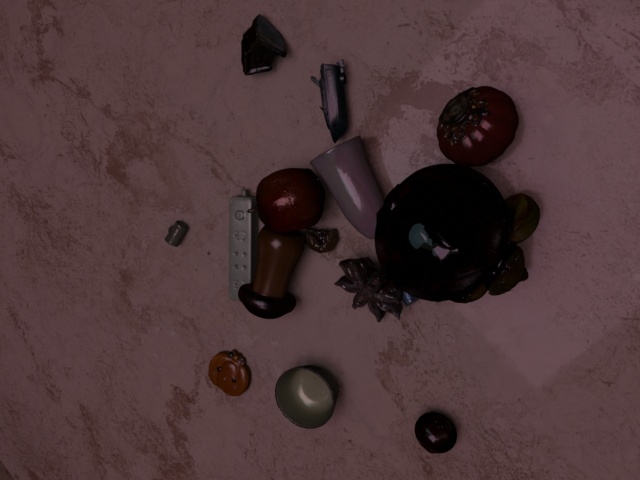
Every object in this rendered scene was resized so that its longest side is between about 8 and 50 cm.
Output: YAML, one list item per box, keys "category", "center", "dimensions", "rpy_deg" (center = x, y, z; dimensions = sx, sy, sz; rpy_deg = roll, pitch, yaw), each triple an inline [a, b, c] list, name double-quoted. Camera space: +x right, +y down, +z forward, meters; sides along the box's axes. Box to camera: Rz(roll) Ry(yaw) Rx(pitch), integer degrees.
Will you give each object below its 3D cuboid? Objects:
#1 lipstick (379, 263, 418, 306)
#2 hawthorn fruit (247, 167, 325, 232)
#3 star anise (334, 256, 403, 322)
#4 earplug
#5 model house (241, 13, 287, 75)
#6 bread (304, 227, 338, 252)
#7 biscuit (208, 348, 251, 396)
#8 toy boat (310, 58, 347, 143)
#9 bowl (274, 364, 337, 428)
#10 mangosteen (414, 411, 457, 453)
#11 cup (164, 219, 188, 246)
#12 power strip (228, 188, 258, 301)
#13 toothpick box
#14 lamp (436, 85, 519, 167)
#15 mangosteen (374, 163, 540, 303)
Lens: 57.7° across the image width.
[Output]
- category: "lipstick"
  center: [0.242, 0.125, 1.785]
  dimensions: [0.048, 0.048, 0.157]
  rpy_deg: [-34, 84, 23]
- category: "hawthorn fruit"
  center: [-0.107, -0.124, 1.785]
  dimensions: [0.250, 0.215, 0.215]
  rpy_deg: [-8, 95, 5]
- category: "star anise"
  center: [0.161, 0.133, 1.768]
  dimensions: [0.236, 0.109, 0.223]
  rpy_deg: [52, 152, -14]
- category: "earplug"
  center: [0.112, -0.143, 1.755]
  dimensions: [0.172, 0.172, 0.301]
  rpy_deg: [-26, 94, 24]
- category: "model house"
  center: [-0.201, -0.612, 1.854]
  dimensions: [0.152, 0.106, 0.165]
  rpy_deg: [-42, 45, 34]
- category: "bread"
  center: [0.000, 0.000, 1.865]
  dimensions: [0.113, 0.060, 0.082]
  rpy_deg: [-2, 94, 22]
- category: "biscuit"
  center: [-0.325, 0.471, 2.075]
  dimensions: [0.170, 0.050, 0.170]
  rpy_deg: [3, 99, 22]
- category: "toy boat"
  center: [0.033, -0.420, 1.773]
  dimensions: [0.103, 0.093, 0.245]
  rpy_deg: [-5, 96, 16]
- category: "bowl"
  center: [-0.033, 0.503, 1.921]
  dimensions: [0.212, 0.112, 0.211]
  rpy_deg: [3, 98, 23]
- category: "mangosteen"
  center: [0.349, 0.596, 1.775]
  dimensions: [0.140, 0.140, 0.140]
  rpy_deg: [3, 99, 23]
- category: "cup"
  center: [-0.517, -0.030, 2.093]
  dimensions: [0.055, 0.075, 0.083]
  rpy_deg: [28, 107, -21]
- category: "power strip"
  center: [-0.263, 0.017, 1.978]
  dimensions: [0.091, 0.062, 0.384]
  rpy_deg: [5, 100, 19]
- category: "toothpick box"
  center: [-0.151, 0.107, 1.875]
  dimensions: [0.192, 0.192, 0.294]
  rpy_deg: [20, 103, 19]
- category: "lamp"
  center: [0.425, -0.302, 1.567]
  dimensions: [0.227, 0.227, 0.226]
  rpy_deg: [3, 99, 23]
- category: "mangosteen"
  center: [0.354, -0.013, 1.544]
  dimensions: [0.422, 0.381, 0.380]
  rpy_deg: [17, 104, 19]
